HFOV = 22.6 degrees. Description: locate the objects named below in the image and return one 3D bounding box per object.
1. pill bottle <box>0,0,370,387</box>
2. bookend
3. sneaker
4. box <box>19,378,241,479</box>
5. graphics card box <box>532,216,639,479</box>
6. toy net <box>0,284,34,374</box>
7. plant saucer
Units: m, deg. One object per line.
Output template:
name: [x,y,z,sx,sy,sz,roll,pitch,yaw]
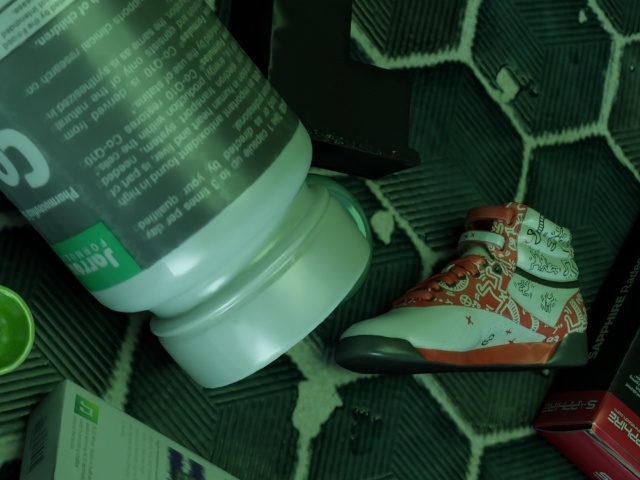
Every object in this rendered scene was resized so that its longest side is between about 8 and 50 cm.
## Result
pill bottle: [-0.136,-0.079,1.176,0.361,0.204,0.204,51,60,-14]
bookend: [0.005,-0.146,1.354,0.156,0.072,0.157,10,76,-31]
sneaker: [0.119,0.041,1.387,0.270,0.090,0.145,2,80,-35]
box: [-0.079,0.262,1.167,0.322,0.058,0.232,33,26,-22]
graphics card box: [0.376,0.096,1.536,0.233,0.094,0.371,40,64,-20]
toy net: [-0.321,0.076,1.128,0.232,0.045,0.122,-28,98,-32]
plant saucer: [0.000,0.000,1.357,0.119,0.021,0.119,5,79,-31]
